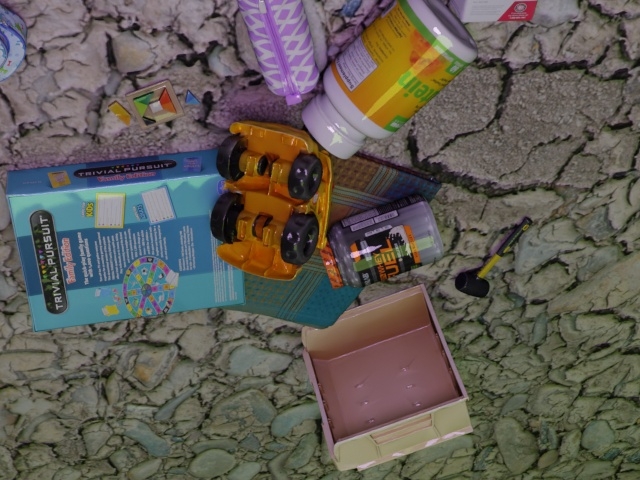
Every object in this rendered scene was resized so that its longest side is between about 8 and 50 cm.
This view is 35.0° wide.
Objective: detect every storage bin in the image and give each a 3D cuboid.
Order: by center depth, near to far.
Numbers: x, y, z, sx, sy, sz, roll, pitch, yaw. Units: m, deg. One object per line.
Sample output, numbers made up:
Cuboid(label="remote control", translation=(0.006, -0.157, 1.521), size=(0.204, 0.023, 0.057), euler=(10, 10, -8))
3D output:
Cuboid(label="storage bin", translation=(0.113, 0.251, 1.845), size=(0.261, 0.262, 0.123), euler=(-20, 139, 2))

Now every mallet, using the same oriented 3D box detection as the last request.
Cuboid(label="mallet", translation=(0.329, 0.034, 1.861), size=(0.062, 0.039, 0.189), euler=(27, 117, -35))

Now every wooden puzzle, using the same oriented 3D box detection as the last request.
Cuboid(label="wooden puzzle", translation=(-0.239, -0.193, 1.466), size=(0.116, 0.014, 0.078), euler=(-24, 136, 7))

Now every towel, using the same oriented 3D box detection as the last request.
Cuboid(label="towel", translation=(0.000, 0.000, 1.721), size=(0.272, 0.040, 0.370), euler=(15, 126, -31))

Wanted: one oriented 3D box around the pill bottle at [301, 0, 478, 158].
Cuboid(label="pill bottle", translation=(0.091, -0.231, 1.443), size=(0.136, 0.136, 0.246), euler=(29, 120, -37))

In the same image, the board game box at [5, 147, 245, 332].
Cuboid(label="board game box", translation=(-0.291, -0.001, 1.569), size=(0.336, 0.079, 0.253), euler=(-7, 125, -10))

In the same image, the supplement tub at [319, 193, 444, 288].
Cuboid(label="supplement tub", translation=(0.095, 0.006, 1.649), size=(0.191, 0.117, 0.117), euler=(-20, 136, 0))

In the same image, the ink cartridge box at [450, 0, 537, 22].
Cuboid(label="ink cartridge box", translation=(0.250, -0.381, 1.396), size=(0.109, 0.063, 0.150), euler=(-4, 134, -14))

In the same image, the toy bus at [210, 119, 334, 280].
Cuboid(label="toy bus", translation=(-0.044, -0.078, 1.502), size=(0.150, 0.211, 0.220), euler=(17, 116, 24))

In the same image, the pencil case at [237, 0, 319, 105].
Cuboid(label="pencil case", translation=(-0.059, -0.289, 1.374), size=(0.086, 0.088, 0.206), euler=(-18, 137, 4))

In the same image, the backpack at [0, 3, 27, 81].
Cuboid(label="backpack", translation=(-0.436, -0.253, 1.294), size=(0.105, 0.084, 0.114), euler=(-37, 136, 23))
